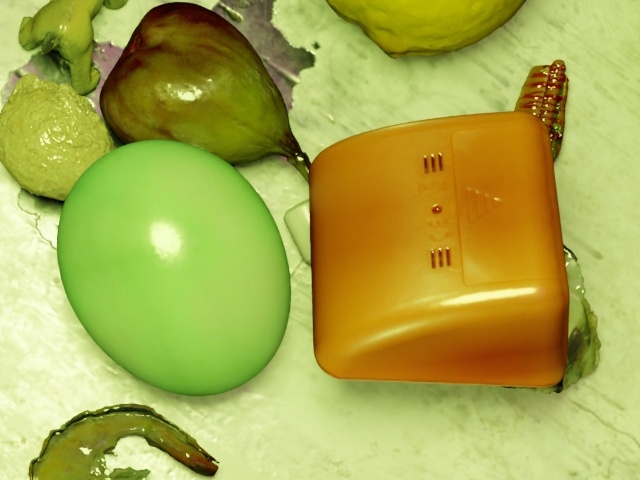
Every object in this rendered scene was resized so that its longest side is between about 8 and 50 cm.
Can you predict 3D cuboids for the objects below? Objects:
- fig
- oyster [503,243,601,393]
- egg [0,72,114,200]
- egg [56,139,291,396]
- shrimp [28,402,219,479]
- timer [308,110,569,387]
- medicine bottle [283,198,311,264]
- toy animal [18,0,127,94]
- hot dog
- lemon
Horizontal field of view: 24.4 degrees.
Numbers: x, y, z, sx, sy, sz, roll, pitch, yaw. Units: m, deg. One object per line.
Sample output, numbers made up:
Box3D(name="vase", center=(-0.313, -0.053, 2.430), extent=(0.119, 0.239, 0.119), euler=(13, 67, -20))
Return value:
Box3D(name="fig", center=(-0.098, -0.131, 1.566), extent=(0.274, 0.145, 0.170), euler=(34, 66, -2))
Box3D(name="oyster", center=(0.158, 0.050, 1.587), extent=(0.351, 0.115, 0.238), euler=(31, 58, -10))
Box3D(name="egg", center=(-0.277, -0.102, 1.547), extent=(0.140, 0.116, 0.118), euler=(40, 98, -3))
Box3D(name="egg", center=(-0.143, 0.028, 1.484), extent=(0.220, 0.220, 0.270), euler=(-39, 102, -15))
Box3D(name="shrimp", center=(-0.175, 0.260, 1.521), extent=(0.253, 0.058, 0.173), euler=(17, 68, -4))
Box3D(name="timer", center=(0.113, 0.008, 1.474), extent=(0.250, 0.161, 0.257), euler=(-5, 61, 5))
Box3D(name="medicine bottle", center=(0.000, 0.000, 1.602), extent=(0.052, 0.052, 0.089), euler=(-25, 83, -14))
Box3D(name="toy animal", center=(-0.256, -0.279, 1.594), extent=(0.103, 0.101, 0.219), euler=(21, 76, -3))
Box3D(name="hot dog", center=(0.250, -0.140, 1.680), extent=(0.062, 0.038, 0.144), euler=(18, 76, -5))
Box3D(name="lemon", center=(0.115, -0.351, 1.583), extent=(0.297, 0.297, 0.297), euler=(2, 78, -9))
